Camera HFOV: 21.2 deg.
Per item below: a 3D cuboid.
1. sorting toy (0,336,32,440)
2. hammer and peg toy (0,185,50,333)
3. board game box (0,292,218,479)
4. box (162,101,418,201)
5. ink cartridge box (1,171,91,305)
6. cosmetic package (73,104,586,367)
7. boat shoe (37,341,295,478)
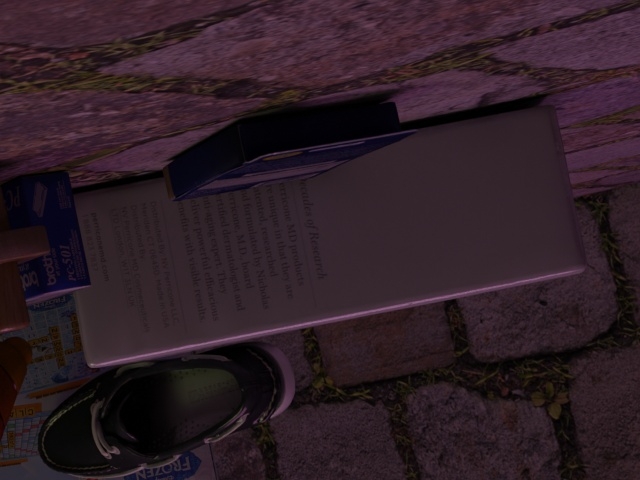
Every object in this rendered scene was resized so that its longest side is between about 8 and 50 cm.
[{"bbox_3d":[-0.339,0.134,1.413,0.126,0.127,0.365,-47,-160,-31],"label":"sorting toy"},{"bbox_3d":[-0.389,0.043,1.351,0.266,0.127,0.361,-12,177,-32],"label":"hammer and peg toy"},{"bbox_3d":[-0.292,0.149,1.828,0.318,0.318,0.066,-10,177,-14],"label":"board game box"},{"bbox_3d":[-0.027,-0.073,1.378,0.136,0.036,0.225,-10,178,-24],"label":"box"},{"bbox_3d":[-0.266,0.010,1.448,0.046,0.097,0.207,-10,176,-35],"label":"ink cartridge box"},{"bbox_3d":[0.000,0.000,1.619,0.453,0.161,0.230,-10,178,-2],"label":"cosmetic package"},{"bbox_3d":[-0.173,0.168,1.688,0.302,0.114,0.091,-25,173,26],"label":"boat shoe"}]
